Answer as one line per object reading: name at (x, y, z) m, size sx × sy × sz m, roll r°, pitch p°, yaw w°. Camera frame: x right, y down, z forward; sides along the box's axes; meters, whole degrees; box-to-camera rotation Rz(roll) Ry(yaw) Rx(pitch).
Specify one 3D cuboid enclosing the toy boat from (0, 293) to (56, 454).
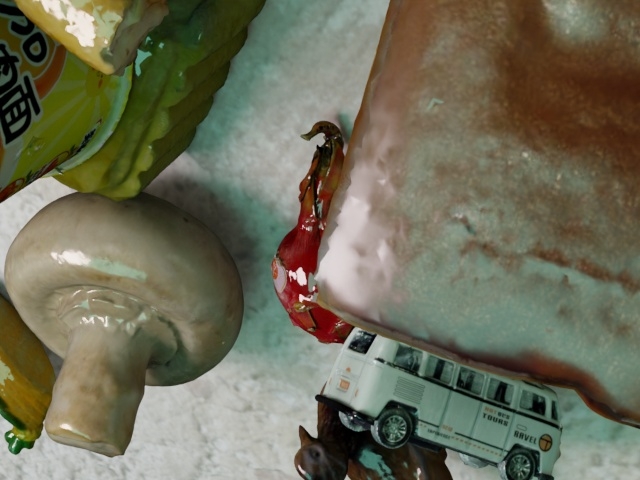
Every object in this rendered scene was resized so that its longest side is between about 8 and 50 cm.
toy boat at (-0.338, 0.106, 1.089) m, size 0.088 × 0.089 × 0.229 m, roll -33°, pitch 98°, yaw 15°

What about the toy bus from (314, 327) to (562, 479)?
toy bus at (0.100, 0.127, 0.854) m, size 0.194 × 0.089 × 0.087 m, roll 21°, pitch 174°, yaw -19°

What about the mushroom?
mushroom at (-0.179, 0.060, 0.923) m, size 0.206 × 0.209 × 0.206 m, roll 38°, pitch 160°, yaw 16°

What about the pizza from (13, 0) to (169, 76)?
pizza at (-0.109, -0.297, 0.620) m, size 0.277 × 0.114 × 0.409 m, roll 0°, pitch 91°, yaw -11°

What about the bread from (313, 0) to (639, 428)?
bread at (0.193, -0.072, 0.630) m, size 0.323 × 0.143 × 0.333 m, roll 18°, pitch 101°, yaw 11°

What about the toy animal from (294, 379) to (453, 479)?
toy animal at (0.059, 0.193, 0.909) m, size 0.089 × 0.179 × 0.188 m, roll -39°, pitch 87°, yaw 31°

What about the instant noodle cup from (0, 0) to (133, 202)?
instant noodle cup at (-0.274, -0.106, 0.688) m, size 0.264 × 0.200 × 0.264 m, roll 11°, pitch 126°, yaw 16°

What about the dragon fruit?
dragon fruit at (0.000, 0.000, 0.875) m, size 0.094 × 0.094 × 0.190 m, roll -2°, pitch 114°, yaw 25°

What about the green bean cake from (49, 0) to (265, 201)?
green bean cake at (-0.184, -0.166, 0.814) m, size 0.236 × 0.124 × 0.233 m, roll 33°, pitch 129°, yaw 1°
